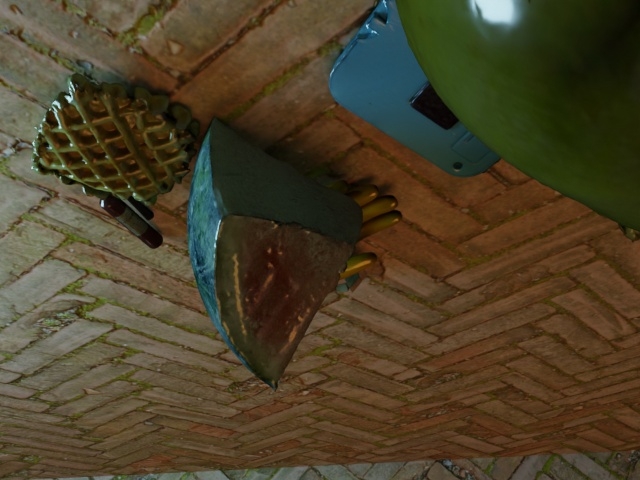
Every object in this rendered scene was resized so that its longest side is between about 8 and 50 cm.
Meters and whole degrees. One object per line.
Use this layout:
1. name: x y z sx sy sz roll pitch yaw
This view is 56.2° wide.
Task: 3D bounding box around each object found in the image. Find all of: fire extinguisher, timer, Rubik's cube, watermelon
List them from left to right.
1. fire extinguisher: -0.298 -0.042 0.944 0.049 0.035 0.173 -11 148 16
2. watermelon: -0.054 0.011 0.849 0.258 0.228 0.387 -18 114 -12
3. Rubik's cube: 0.031 0.060 1.080 0.084 0.073 0.075 23 161 49
4. timer: 0.163 -0.215 0.727 0.250 0.091 0.232 27 137 -20

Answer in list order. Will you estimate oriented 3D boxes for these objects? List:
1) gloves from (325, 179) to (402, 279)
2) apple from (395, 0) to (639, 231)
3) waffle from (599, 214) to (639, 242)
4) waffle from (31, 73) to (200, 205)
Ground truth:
1. gloves: -0.001 -0.001 0.988 0.294 0.116 0.133 -33 141 27
2. apple: 0.270 -0.222 0.393 0.473 0.474 0.474 -3 146 -2
3. waffle: 0.401 -0.131 0.762 0.054 0.223 0.204 -28 159 -46
4. waffle: -0.271 -0.125 0.805 0.207 0.054 0.214 19 137 -34
